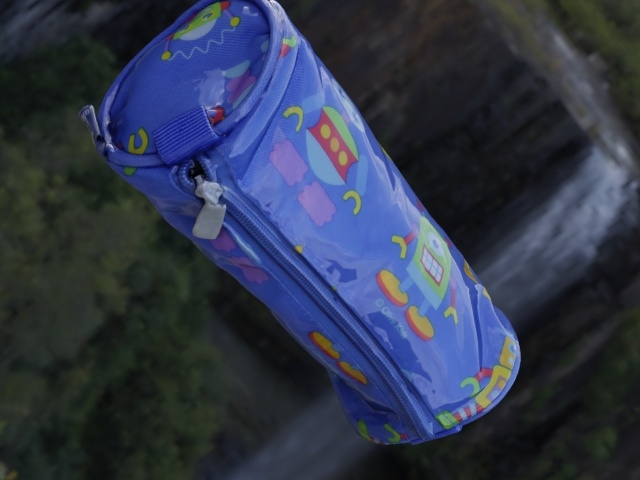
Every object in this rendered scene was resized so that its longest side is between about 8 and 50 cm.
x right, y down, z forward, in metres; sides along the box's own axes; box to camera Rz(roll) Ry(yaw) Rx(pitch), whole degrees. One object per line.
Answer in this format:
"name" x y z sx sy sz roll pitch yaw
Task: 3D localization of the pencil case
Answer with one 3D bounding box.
"pencil case" 0.000 0.000 0.930 0.306 0.119 0.133 50 31 -36
